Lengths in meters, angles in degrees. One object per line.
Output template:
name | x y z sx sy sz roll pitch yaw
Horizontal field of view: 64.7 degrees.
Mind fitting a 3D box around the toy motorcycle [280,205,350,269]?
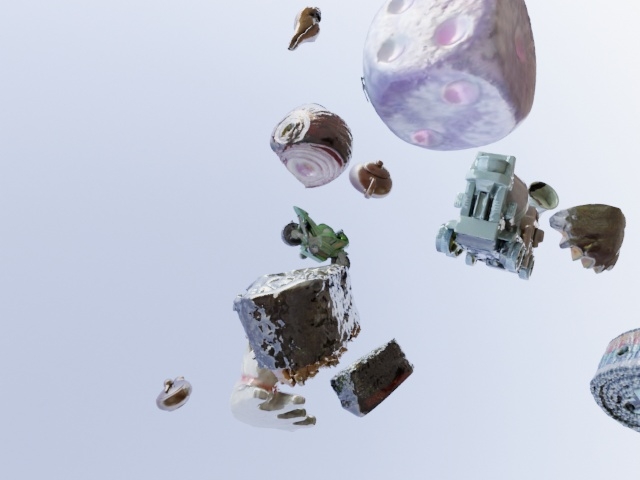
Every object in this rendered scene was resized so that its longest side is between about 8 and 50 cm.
toy motorcycle | 0.000 0.000 1.194 0.190 0.074 0.106 31 -112 -14

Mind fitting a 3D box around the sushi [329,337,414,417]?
sushi | 0.138 0.362 1.357 0.225 0.136 0.126 -30 -102 -34

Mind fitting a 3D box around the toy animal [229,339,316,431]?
toy animal | -0.124 0.401 1.366 0.308 0.266 0.188 19 -138 -35

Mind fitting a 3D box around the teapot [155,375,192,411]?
teapot | -0.408 0.417 1.402 0.129 0.098 0.078 -66 -46 -79

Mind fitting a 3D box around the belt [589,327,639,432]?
belt | 0.725 0.284 1.068 0.207 0.295 0.160 38 -121 16

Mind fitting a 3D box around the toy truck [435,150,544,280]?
toy truck | 0.256 -0.029 0.730 0.257 0.108 0.140 17 -92 -59

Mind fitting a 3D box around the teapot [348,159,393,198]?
teapot | 0.197 -0.238 1.910 0.179 0.135 0.252 21 -150 -2

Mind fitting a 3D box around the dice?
dice | 0.264 -0.357 1.018 0.270 0.272 0.269 36 -120 -46

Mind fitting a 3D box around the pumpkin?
pumpkin | 0.788 -0.003 1.416 0.254 0.149 0.130 22 -123 -17

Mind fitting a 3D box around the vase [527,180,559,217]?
vase | 0.694 -0.065 1.816 0.165 0.360 0.164 7 -121 -13

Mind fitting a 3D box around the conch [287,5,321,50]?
conch | -0.042 -0.648 1.559 0.080 0.086 0.232 60 -150 -56

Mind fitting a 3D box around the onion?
onion | -0.006 -0.296 1.487 0.216 0.207 0.205 46 -139 -46

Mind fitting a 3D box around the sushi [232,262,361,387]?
sushi | -0.046 0.160 1.057 0.349 0.235 0.207 -18 -86 -68
